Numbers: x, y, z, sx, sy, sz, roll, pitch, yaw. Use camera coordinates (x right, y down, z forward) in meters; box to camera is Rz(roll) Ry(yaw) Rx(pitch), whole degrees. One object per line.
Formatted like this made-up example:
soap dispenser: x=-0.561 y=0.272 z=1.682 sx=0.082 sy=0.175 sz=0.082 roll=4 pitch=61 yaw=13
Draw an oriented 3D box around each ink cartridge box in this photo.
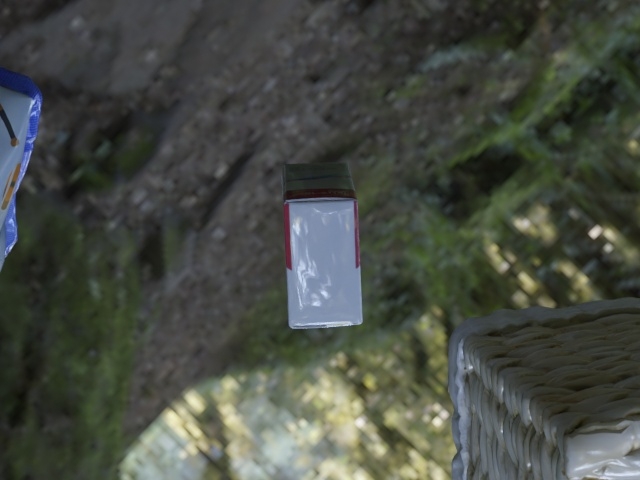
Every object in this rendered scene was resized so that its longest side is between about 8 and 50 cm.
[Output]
ink cartridge box: x=0.000 y=0.000 z=1.605 sx=0.072 sy=0.127 sz=0.175 roll=-3 pitch=-165 yaw=-1

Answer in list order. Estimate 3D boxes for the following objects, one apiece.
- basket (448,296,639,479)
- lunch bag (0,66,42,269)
basket: x=0.274 y=0.211 z=1.064 sx=0.331 sy=0.328 sz=0.266 roll=-6 pitch=-172 yaw=-6
lunch bag: x=-0.436 y=-0.025 z=1.151 sx=0.328 sy=0.386 sz=0.239 roll=-71 pitch=-179 yaw=-49
